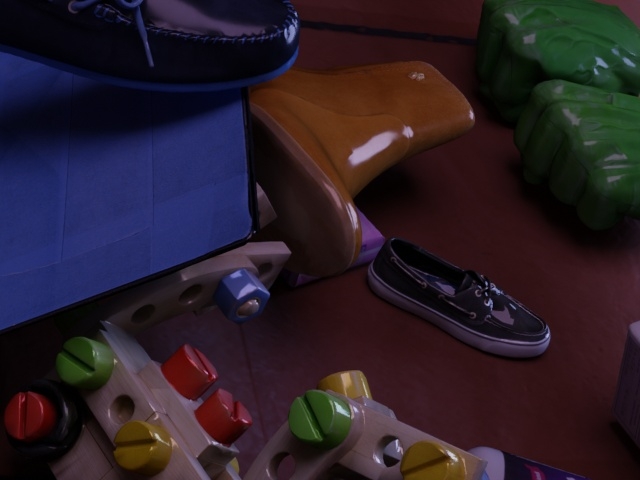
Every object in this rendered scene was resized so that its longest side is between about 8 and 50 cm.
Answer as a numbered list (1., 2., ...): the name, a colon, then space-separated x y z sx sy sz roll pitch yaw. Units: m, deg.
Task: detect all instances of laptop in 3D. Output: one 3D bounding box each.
1. laptop: -0.281 -0.118 1.083 0.408 0.236 0.382 26 31 -23

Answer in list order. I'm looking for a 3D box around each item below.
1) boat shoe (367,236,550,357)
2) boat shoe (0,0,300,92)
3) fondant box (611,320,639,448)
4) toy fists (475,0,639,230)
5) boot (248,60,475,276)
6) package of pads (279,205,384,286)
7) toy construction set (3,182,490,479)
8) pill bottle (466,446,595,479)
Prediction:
1. boat shoe: 0.103 0.041 1.254 0.142 0.040 0.049 23 40 3
2. boat shoe: -0.140 -0.154 1.063 0.258 0.089 0.109 7 38 1
3. fondant box: 0.380 0.158 1.129 0.238 0.096 0.330 -16 44 -20
4. toy fists: 0.210 -0.112 1.429 0.142 0.096 0.279 10 39 -27
5. boot: 0.026 -0.072 1.250 0.211 0.104 0.295 -11 27 -26
6. package of pads: 0.000 0.000 1.264 0.083 0.032 0.050 -18 50 -36
7. toy construction set: -0.054 0.098 1.006 0.151 0.215 0.327 35 14 -44
8. pill bottle: 0.124 0.188 1.051 0.194 0.108 0.108 17 41 -3
